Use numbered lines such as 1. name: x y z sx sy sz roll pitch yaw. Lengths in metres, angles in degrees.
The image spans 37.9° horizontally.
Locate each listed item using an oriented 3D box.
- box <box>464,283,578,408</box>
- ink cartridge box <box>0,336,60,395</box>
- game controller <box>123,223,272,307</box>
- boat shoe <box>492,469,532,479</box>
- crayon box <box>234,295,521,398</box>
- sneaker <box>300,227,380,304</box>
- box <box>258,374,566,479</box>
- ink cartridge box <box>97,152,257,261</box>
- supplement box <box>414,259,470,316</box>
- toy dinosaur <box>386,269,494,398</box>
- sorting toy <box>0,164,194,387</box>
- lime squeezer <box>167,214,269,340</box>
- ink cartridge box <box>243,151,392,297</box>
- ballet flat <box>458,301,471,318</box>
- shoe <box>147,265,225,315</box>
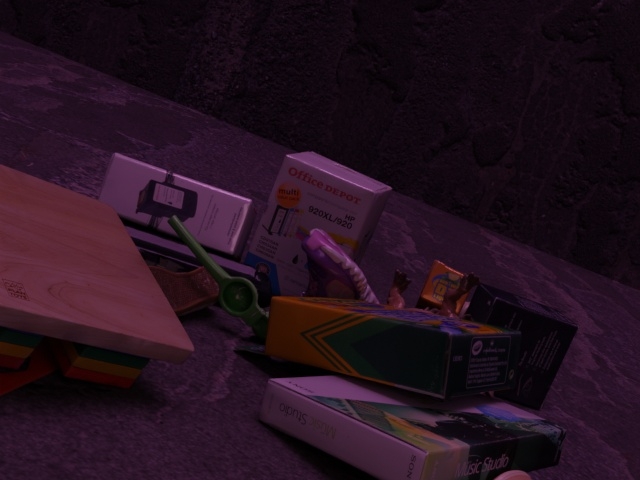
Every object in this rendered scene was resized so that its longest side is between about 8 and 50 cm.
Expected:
1. box: 0.313 0.173 1.542 0.158 0.156 0.093 19 11 -13
2. ink cartridge box: -0.386 0.070 0.963 0.238 0.060 0.275 23 12 11
3. game controller: -0.229 0.033 1.449 0.319 0.067 0.166 20 -2 -15
4. boat shoe: 0.195 0.299 1.012 0.059 0.063 0.170 34 25 34
5. crayon box: 0.074 0.131 1.234 0.322 0.083 0.203 7 0 35
6. sneaker: 0.013 0.071 1.402 0.095 0.104 0.236 50 -4 32
7. box: 0.118 0.219 1.114 0.232 0.059 0.322 17 8 39
8. ink cartridge box: -0.236 -0.051 1.554 0.237 0.100 0.172 19 -6 1
9. supplement box: 0.214 0.105 1.656 0.078 0.080 0.233 25 -14 9
10. toy dinosaur: 0.144 0.155 1.447 0.295 0.200 0.127 5 -46 46
11. sorting toy: -0.298 0.037 0.993 0.257 0.089 0.255 23 24 -50
12. lime squeezer: -0.096 0.078 1.331 0.310 0.058 0.110 39 35 -32
13. ink cartridge box: -0.006 -0.018 1.619 0.171 0.233 0.168 24 12 10
14. ballet flat: 0.365 0.167 1.882 0.248 0.086 0.086 16 13 -26
15. shoe: -0.209 0.077 1.284 0.219 0.058 0.077 -3 59 -56
